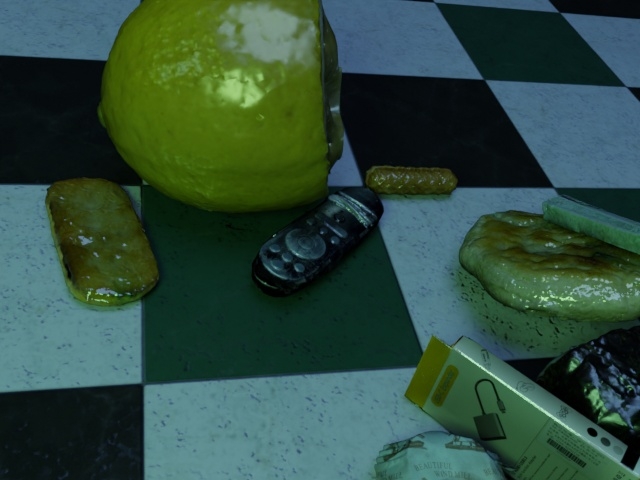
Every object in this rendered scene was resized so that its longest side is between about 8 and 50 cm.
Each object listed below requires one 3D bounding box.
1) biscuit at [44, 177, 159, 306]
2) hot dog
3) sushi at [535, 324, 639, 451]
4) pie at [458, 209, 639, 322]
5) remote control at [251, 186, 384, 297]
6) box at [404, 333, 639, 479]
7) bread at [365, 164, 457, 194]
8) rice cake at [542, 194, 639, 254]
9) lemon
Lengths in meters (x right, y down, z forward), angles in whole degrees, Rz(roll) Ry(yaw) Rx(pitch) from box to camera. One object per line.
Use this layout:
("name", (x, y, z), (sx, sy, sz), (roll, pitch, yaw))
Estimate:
("biscuit", (-0.299, -0.005, 0.913), (0.118, 0.029, 0.247), (-7, 46, -29))
("hot dog", (0.131, 0.308, 0.658), (0.163, 0.081, 0.270), (6, 40, -7))
("sushi", (0.373, 0.180, 0.815), (0.225, 0.124, 0.127), (-9, 51, -31))
("pie", (0.359, 0.025, 0.932), (0.338, 0.075, 0.337), (-1, 20, 0))
("remote control", (0.000, 0.000, 0.964), (0.090, 0.066, 0.266), (43, 45, 10))
("box", (0.215, 0.205, 0.747), (0.247, 0.129, 0.033), (35, 47, 21))
("bread", (0.149, -0.098, 1.104), (0.157, 0.044, 0.052), (0, 39, -15))
("rice cake", (0.386, -0.018, 0.893), (0.043, 0.034, 0.211), (-18, 26, -24))
("lemon", (-0.139, -0.206, 0.946), (0.364, 0.364, 0.364), (7, 44, -7))
